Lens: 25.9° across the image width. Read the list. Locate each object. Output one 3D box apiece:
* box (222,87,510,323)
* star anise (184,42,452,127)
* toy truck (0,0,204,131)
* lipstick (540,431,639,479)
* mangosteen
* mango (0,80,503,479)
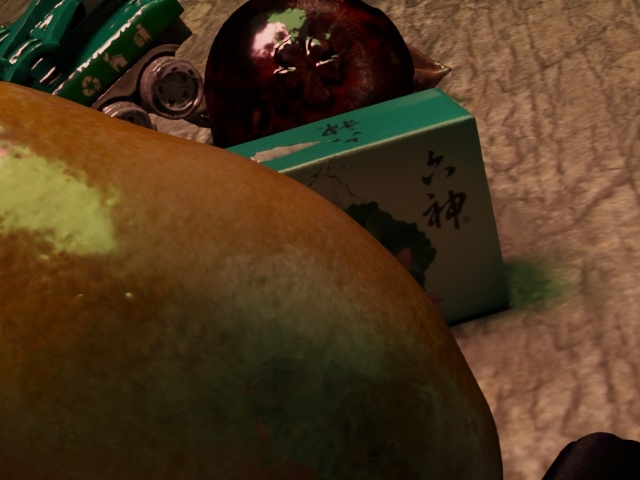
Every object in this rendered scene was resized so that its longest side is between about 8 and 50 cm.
[{"bbox_3d":[0.000,0.000,1.000,0.244,0.153,0.092,-17,22,-6],"label":"box"},{"bbox_3d":[-0.018,-0.167,1.486,0.257,0.111,0.198,-27,40,-14],"label":"star anise"},{"bbox_3d":[-0.269,-0.126,1.316,0.363,0.178,0.176,-49,30,-10],"label":"toy truck"},{"bbox_3d":[0.055,0.217,0.552,0.077,0.077,0.418,1,27,31],"label":"lipstick"},{"bbox_3d":[-0.011,-0.138,1.293,0.209,0.210,0.210,-12,22,5],"label":"mangosteen"},{"bbox_3d":[-0.073,0.057,0.667,0.221,0.384,0.199,-51,5,-13],"label":"mango"}]
